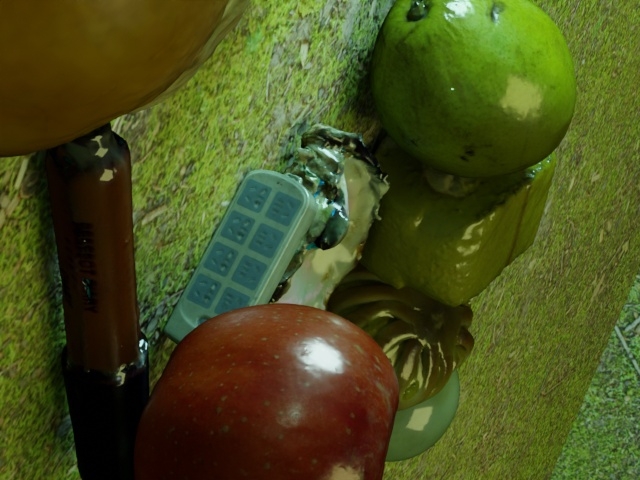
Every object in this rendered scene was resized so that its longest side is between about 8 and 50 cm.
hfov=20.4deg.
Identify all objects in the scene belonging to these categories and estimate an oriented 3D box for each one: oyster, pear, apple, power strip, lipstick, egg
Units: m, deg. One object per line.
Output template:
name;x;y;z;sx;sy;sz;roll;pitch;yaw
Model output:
oyster;-0.008;-0.003;1.864;0.198;0.092;0.259;-43;158;-45
pear;0.160;-0.173;1.900;0.212;0.212;0.269;-61;142;-12
apple;-0.046;0.187;1.602;0.260;0.217;0.260;13;90;-81
power strip;-0.080;0.032;1.730;0.226;0.080;0.029;-63;156;-8
lipstick;-0.187;0.061;1.517;0.077;0.077;0.418;-47;151;-39
egg;0.097;0.193;2.222;0.192;0.149;0.149;-42;149;-47

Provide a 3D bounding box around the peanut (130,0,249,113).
peanut;-0.121;-0.203;1.340;0.196;0.110;0.233;-51;155;-21

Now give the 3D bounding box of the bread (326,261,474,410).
bread;0.099;0.095;2.091;0.213;0.105;0.213;13;69;-37

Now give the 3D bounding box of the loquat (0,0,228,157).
loquat;-0.183;-0.205;0.933;0.328;0.328;0.328;-50;154;-35

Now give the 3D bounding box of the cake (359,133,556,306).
cake;0.144;-0.044;2.042;0.260;0.179;0.156;-36;143;-47
